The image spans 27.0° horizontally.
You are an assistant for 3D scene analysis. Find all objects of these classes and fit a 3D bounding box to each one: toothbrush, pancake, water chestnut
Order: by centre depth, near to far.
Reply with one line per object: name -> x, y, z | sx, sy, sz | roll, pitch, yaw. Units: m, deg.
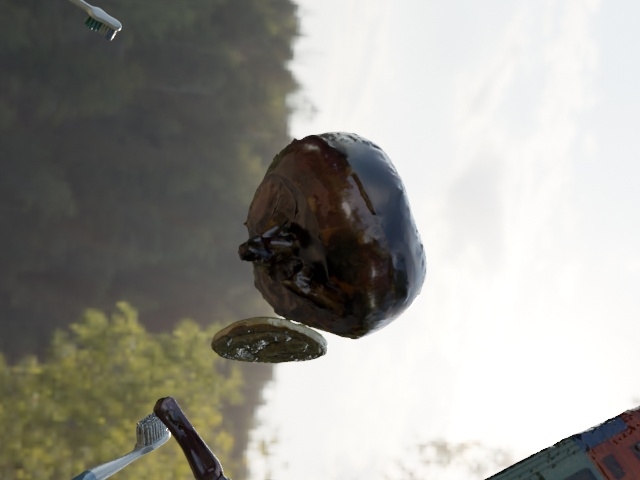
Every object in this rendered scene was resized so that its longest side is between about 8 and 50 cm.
toothbrush -> -0.184, 0.184, 0.992 | 0.275, 0.019, 0.025 | -29, 119, -63
toothbrush -> -0.391, -0.348, 1.710 | 0.030, 0.304, 0.030 | -48, -157, 28
pancake -> -0.064, 0.133, 1.735 | 0.158, 0.158, 0.028 | 115, -23, -65
water chestnut -> 0.000, 0.000, 1.859 | 0.300, 0.300, 0.300 | -176, -90, -80

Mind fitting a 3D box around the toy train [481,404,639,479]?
toy train -> 0.092, 0.230, 0.921 | 0.089, 0.409, 0.086 | 57, -23, 27

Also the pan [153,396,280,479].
pan -> -0.076, 0.214, 1.085 | 0.212, 0.115, 0.040 | 55, -24, -11
